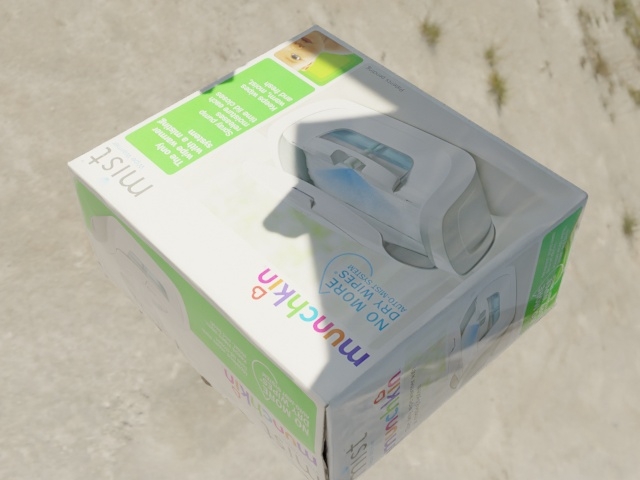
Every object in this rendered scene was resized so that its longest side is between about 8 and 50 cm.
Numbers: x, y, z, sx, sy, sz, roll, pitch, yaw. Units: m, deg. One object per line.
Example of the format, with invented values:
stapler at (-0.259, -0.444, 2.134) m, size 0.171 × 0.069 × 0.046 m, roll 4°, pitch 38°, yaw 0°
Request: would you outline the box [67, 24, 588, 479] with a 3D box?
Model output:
box at (0.000, 0.000, 0.614) m, size 0.231 × 0.262 × 0.126 m, roll -34°, pitch 145°, yaw -26°
